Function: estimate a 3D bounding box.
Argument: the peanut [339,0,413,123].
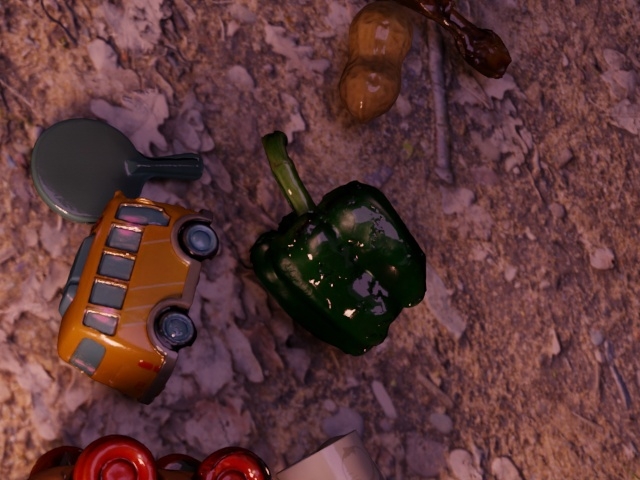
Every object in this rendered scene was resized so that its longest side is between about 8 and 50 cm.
[{"bbox_3d":[0.069,-0.227,1.784,0.089,0.089,0.192,23,56,-20],"label":"peanut"}]

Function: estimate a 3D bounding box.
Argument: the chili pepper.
[{"bbox_3d":[0.000,0.000,1.600,0.165,0.174,0.261,-43,95,-12],"label":"chili pepper"}]

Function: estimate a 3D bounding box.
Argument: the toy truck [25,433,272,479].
[{"bbox_3d":[-0.177,0.311,1.343,0.265,0.189,0.239,9,75,-28],"label":"toy truck"}]

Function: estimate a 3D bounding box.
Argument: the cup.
[{"bbox_3d":[0.038,0.274,1.532,0.136,0.099,0.133,-24,81,-35],"label":"cup"}]

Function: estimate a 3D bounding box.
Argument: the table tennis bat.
[{"bbox_3d":[-0.223,-0.079,1.581,0.201,0.033,0.124,-4,73,-29],"label":"table tennis bat"}]

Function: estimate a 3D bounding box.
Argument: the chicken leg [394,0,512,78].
[{"bbox_3d":[0.133,-0.321,1.870,0.304,0.093,0.113,45,35,-12],"label":"chicken leg"}]

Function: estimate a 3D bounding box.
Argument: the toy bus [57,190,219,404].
[{"bbox_3d":[-0.194,0.052,1.484,0.136,0.126,0.209,20,59,-12],"label":"toy bus"}]
